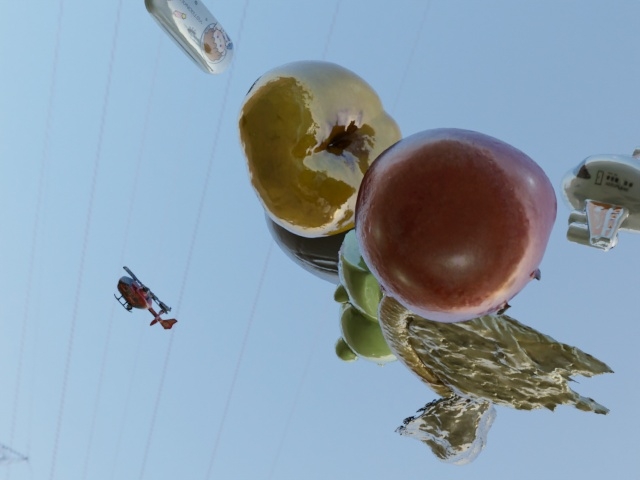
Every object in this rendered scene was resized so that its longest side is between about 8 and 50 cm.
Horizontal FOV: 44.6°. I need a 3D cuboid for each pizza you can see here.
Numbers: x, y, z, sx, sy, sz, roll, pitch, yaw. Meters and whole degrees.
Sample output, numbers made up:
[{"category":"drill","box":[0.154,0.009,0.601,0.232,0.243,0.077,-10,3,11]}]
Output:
[{"category":"pizza","box":[0.180,0.131,0.826,0.262,0.034,0.181,21,-37,12]}]

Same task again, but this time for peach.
[{"category":"peach","box":[0.001,-0.094,0.774,0.103,0.179,0.179,-5,-82,58]}]

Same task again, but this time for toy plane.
[{"category":"toy plane","box":[-0.320,0.108,1.408,0.060,0.037,0.145,-33,-74,26]},{"category":"toy plane","box":[0.442,-0.067,1.073,0.245,0.244,0.117,7,-45,38]}]

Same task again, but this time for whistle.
[{"category":"whistle","box":[0.078,0.047,0.975,0.106,0.131,0.288,-112,-164,-58]}]

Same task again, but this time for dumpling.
[{"category":"dumpling","box":[0.205,0.292,1.191,0.166,0.332,0.086,-27,-116,2]}]

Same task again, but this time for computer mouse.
[{"category":"computer mouse","box":[0.000,0.000,1.154,0.270,0.086,0.137,28,-28,35]}]

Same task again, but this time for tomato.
[{"category":"tomato","box":[0.107,-0.021,0.644,0.167,0.167,0.167,11,-73,37]}]

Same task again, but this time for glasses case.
[{"category":"glasses case","box":[-0.192,-0.318,1.159,0.045,0.178,0.067,15,-110,39]}]
